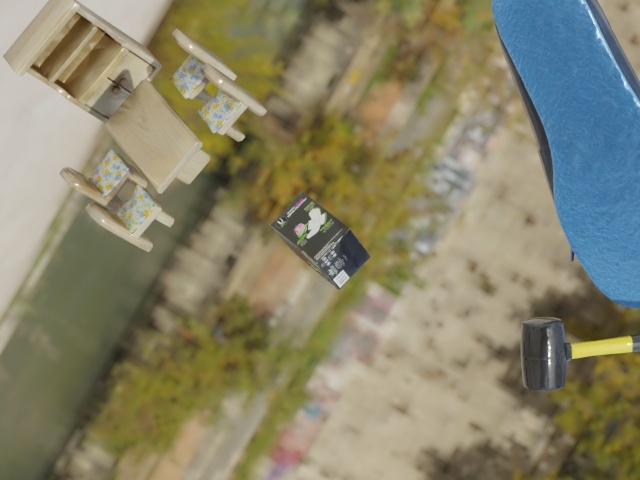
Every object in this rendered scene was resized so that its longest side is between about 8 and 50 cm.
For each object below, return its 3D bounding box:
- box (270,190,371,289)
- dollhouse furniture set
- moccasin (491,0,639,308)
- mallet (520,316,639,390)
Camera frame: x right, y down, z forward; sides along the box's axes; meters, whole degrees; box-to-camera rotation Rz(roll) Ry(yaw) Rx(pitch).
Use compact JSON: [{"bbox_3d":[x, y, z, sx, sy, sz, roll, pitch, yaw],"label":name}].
[{"bbox_3d":[0.000,0.000,1.984,0.052,0.083,0.062,-45,141,-6],"label":"box"},{"bbox_3d":[-0.226,-0.155,2.143,0.212,0.242,0.161,-49,137,8],"label":"dollhouse furniture set"},{"bbox_3d":[0.259,-0.110,1.727,0.137,0.342,0.117,-15,-166,14],"label":"moccasin"},{"bbox_3d":[0.260,0.081,1.640,0.039,0.189,0.062,-156,-126,-73],"label":"mallet"}]
